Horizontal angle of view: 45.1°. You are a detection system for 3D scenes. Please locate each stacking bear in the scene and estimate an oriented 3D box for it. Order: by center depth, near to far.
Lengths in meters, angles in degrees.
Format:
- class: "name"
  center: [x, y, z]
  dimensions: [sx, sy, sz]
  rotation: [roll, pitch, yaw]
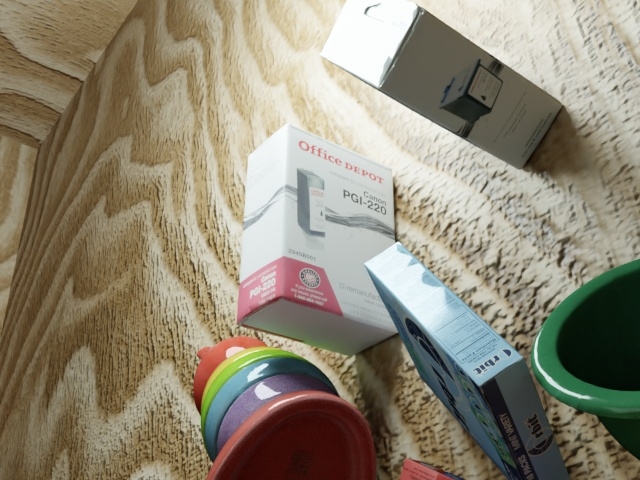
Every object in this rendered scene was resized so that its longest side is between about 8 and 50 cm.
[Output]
- class: "stacking bear"
  center: [-0.067, 0.194, 0.868]
  dimensions: [0.289, 0.175, 0.164]
  rotation: [28, 99, 66]

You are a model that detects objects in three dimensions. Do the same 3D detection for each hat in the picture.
- class: "hat"
  center: [0.254, 0.134, 0.534]
  dimensions: [0.208, 0.183, 0.173]
  rotation: [-36, 21, -24]

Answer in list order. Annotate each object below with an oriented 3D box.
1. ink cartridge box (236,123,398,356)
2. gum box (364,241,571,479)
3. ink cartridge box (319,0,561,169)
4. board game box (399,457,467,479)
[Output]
- class: "ink cartridge box"
  center: [0.000, 0.000, 0.863]
  dimensions: [0.092, 0.159, 0.217]
  rotation: [-35, 45, 44]
- class: "gum box"
  center: [0.117, 0.105, 0.634]
  dimensions: [0.041, 0.157, 0.184]
  rotation: [-32, 34, -6]
- class: "ink cartridge box"
  center: [0.115, -0.159, 0.749]
  dimensions: [0.082, 0.191, 0.139]
  rotation: [-61, 32, 13]
- class: "board game box"
  center: [0.145, 0.282, 0.606]
  dimensions: [0.281, 0.027, 0.145]
  rotation: [4, 77, 57]
